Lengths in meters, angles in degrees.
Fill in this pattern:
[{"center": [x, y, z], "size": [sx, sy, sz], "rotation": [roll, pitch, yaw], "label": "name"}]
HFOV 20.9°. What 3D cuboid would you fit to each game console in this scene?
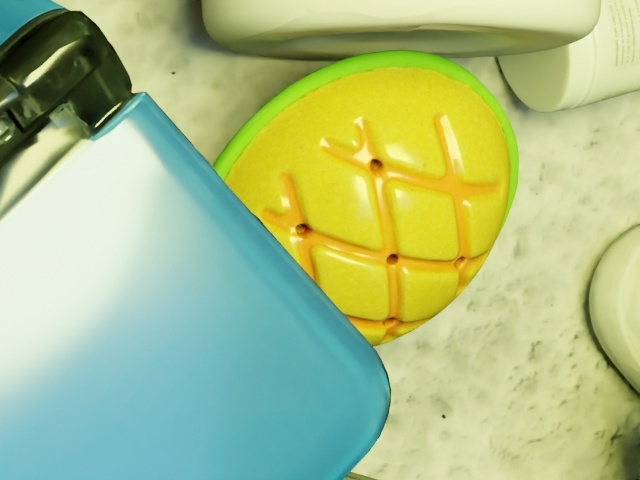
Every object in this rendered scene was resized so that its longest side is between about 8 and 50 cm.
[{"center": [-0.172, 0.059, 0.617], "size": [0.293, 0.250, 0.173], "rotation": [-45, 137, -16], "label": "game console"}]

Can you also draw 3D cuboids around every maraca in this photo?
[{"center": [0.000, 0.000, 0.719], "size": [0.185, 0.099, 0.127], "rotation": [-41, 119, 6], "label": "maraca"}]

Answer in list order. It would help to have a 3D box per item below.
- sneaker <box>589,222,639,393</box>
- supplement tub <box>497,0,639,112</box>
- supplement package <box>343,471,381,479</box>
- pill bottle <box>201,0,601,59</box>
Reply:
[{"center": [0.273, 0.081, 0.792], "size": [0.292, 0.169, 0.108], "rotation": [32, 81, -18], "label": "sneaker"}, {"center": [0.139, -0.103, 0.786], "size": [0.107, 0.071, 0.071], "rotation": [-16, 96, -22], "label": "supplement tub"}, {"center": [-0.031, 0.178, 0.701], "size": [0.105, 0.105, 0.179], "rotation": [14, 85, -22], "label": "supplement package"}, {"center": [0.031, -0.219, 0.691], "size": [0.160, 0.160, 0.283], "rotation": [-1, 91, -22], "label": "pill bottle"}]
